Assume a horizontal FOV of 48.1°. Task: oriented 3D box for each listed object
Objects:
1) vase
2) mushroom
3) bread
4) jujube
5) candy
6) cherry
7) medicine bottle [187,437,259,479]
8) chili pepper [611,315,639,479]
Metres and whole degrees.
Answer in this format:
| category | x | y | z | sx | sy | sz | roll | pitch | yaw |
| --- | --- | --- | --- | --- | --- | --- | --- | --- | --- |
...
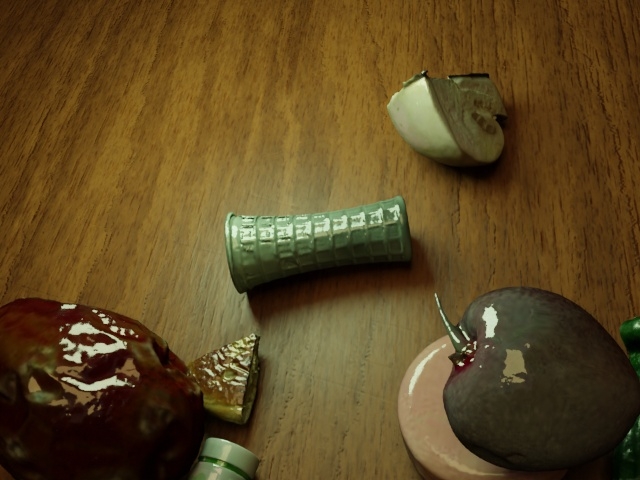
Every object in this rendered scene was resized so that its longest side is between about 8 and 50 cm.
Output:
| category | x | y | z | sx | sy | sz | roll | pitch | yaw |
| --- | --- | --- | --- | --- | --- | --- | --- | --- | --- |
| vase | 0.000 | 0.000 | 1.206 | 0.299 | 0.143 | 0.143 | -9 | 51 | 5 |
| mushroom | 0.230 | -0.200 | 1.321 | 0.236 | 0.173 | 0.162 | -12 | -6 | -42 |
| bread | -0.141 | 0.228 | 1.113 | 0.154 | 0.054 | 0.136 | -29 | 49 | -1 |
| jujube | -0.345 | 0.221 | 1.033 | 0.377 | 0.276 | 0.276 | 13 | 56 | 38 |
| candy | 0.234 | 0.239 | 0.975 | 0.255 | 0.094 | 0.255 | -8 | 50 | 9 |
| cherry | 0.246 | 0.164 | 0.848 | 0.266 | 0.183 | 0.213 | 16 | 71 | 11 |
| medicine bottle | -0.156 | 0.373 | 0.981 | 0.086 | 0.086 | 0.183 | 9 | 55 | 22 |
| chili pepper | 0.453 | 0.199 | 0.944 | 0.136 | 0.099 | 0.270 | -4 | 55 | 24 |
